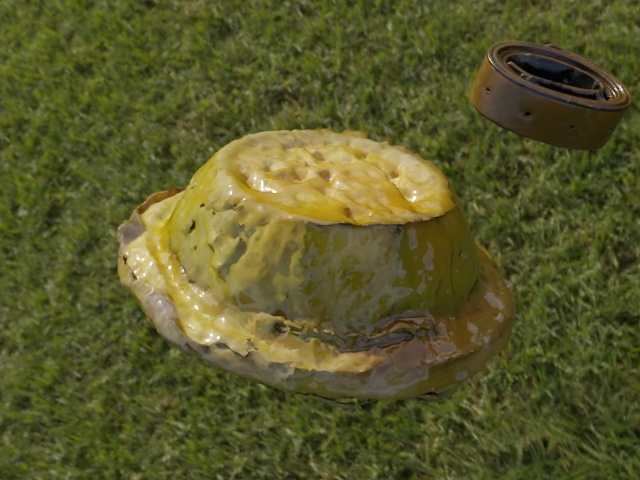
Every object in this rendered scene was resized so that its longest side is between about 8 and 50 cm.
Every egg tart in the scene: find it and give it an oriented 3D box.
[{"bbox_3d":[0.000,0.000,0.622,0.288,0.118,0.288,5,29,-3],"label":"egg tart"}]

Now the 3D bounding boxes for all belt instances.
[{"bbox_3d":[0.124,-0.079,0.489,0.083,0.036,0.059,14,41,-8],"label":"belt"}]
